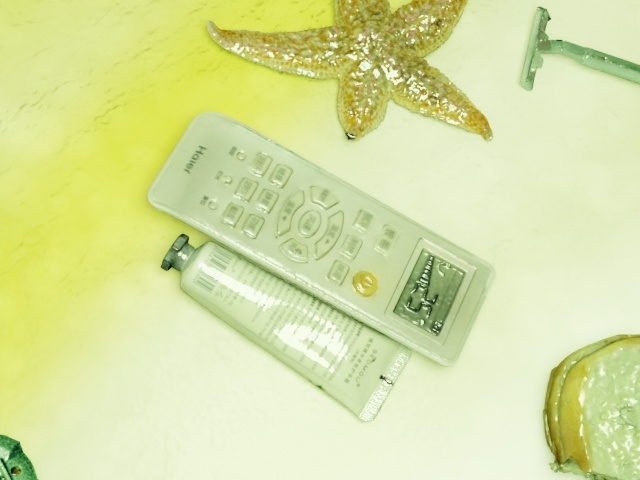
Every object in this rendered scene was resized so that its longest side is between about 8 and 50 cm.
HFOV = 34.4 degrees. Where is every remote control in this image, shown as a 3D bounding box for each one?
[{"bbox_3d":[0.000,0.000,0.940,0.313,0.055,0.109,29,66,-2],"label":"remote control"}]

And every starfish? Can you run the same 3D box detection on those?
[{"bbox_3d":[0.045,-0.207,1.003,0.295,0.048,0.231,16,84,1],"label":"starfish"}]

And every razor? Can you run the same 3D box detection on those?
[{"bbox_3d":[0.307,-0.166,1.021,0.211,0.036,0.084,15,76,-1],"label":"razor"}]

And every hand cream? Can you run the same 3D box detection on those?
[{"bbox_3d":[-0.034,0.069,0.921,0.234,0.050,0.080,32,73,-1],"label":"hand cream"}]

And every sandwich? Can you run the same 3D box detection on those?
[{"bbox_3d":[0.319,0.216,0.887,0.249,0.095,0.273,0,76,-4],"label":"sandwich"}]

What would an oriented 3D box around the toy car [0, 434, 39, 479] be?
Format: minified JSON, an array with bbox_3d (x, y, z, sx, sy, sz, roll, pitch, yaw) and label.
[{"bbox_3d":[-0.322,0.226,0.839,0.186,0.058,0.093,-27,78,-24],"label":"toy car"}]
